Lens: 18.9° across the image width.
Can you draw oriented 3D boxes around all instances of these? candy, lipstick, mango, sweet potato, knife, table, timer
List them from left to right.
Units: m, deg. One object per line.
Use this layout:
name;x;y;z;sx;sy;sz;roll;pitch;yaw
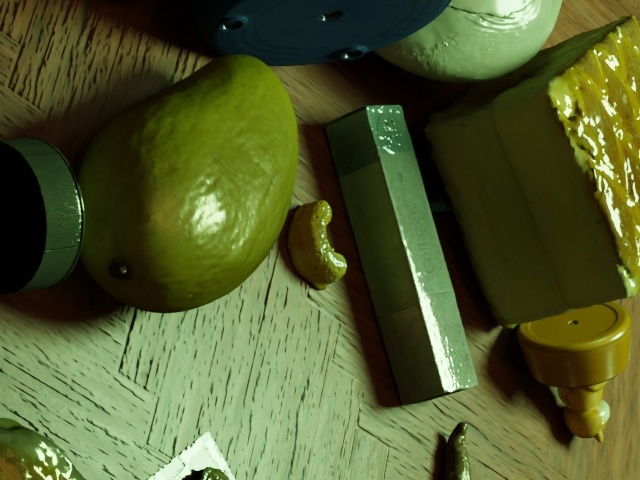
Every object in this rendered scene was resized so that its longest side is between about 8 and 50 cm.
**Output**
table;-0.262;-0.021;1.646;0.043;0.133;0.133;-9;80;-47
mango;-0.116;-0.049;1.815;0.331;0.142;0.195;-39;107;-51
timer;-0.023;-0.399;1.976;0.270;0.270;0.384;7;67;-46
lipstick;0.087;0.014;2.061;0.066;0.068;0.317;-6;78;-49
knife;0.139;-0.040;2.190;0.091;0.005;0.014;-5;79;-48
candy;0.139;-0.298;2.169;0.295;0.185;0.295;8;71;-24
sweet potato;0.158;0.298;2.034;0.050;0.050;0.214;6;63;-46
timer;0.301;0.161;2.212;0.132;0.132;0.152;-38;124;-48

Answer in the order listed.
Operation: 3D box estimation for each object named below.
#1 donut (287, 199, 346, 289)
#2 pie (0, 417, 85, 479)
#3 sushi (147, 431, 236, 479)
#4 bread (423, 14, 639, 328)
donut;0.000;0.000;1.996;0.067;0.038;0.083;37;51;-27
pie;-0.294;0.291;1.522;0.339;0.077;0.339;17;65;-40
sushi;-0.118;0.275;1.752;0.201;0.031;0.139;-37;102;-49
bread;0.290;-0.082;2.205;0.279;0.207;0.279;-32;104;-51
